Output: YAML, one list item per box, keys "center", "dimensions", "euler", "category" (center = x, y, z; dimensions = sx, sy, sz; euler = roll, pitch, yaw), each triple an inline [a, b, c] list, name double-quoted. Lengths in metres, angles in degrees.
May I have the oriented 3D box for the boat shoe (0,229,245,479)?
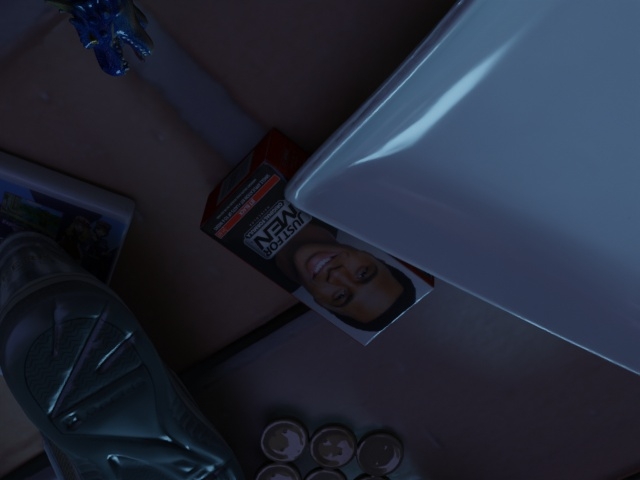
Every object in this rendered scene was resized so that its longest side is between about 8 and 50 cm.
- center: [-0.140, 0.131, 0.807]
  dimensions: [0.118, 0.103, 0.320]
  euler: [-29, 131, -8]
  category: "boat shoe"

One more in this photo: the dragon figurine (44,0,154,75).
- center: [-0.089, -0.214, 0.536]
  dimensions: [0.144, 0.085, 0.289]
  euler: [-24, 134, -16]
  category: "dragon figurine"

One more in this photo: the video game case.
- center: [-0.247, 0.011, 0.794]
  dimensions: [0.201, 0.023, 0.183]
  euler: [21, 126, -7]
  category: "video game case"

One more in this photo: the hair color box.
- center: [0.000, 0.000, 0.743]
  dimensions: [0.141, 0.043, 0.072]
  euler: [35, 121, -19]
  category: "hair color box"

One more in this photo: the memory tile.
- center: [0.000, 0.205, 0.882]
  dimensions: [0.113, 0.012, 0.148]
  euler: [8, 107, -7]
  category: "memory tile"

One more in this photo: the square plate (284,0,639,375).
- center: [0.208, -0.054, 0.632]
  dimensions: [0.347, 0.049, 0.344]
  euler: [25, 138, -18]
  category: "square plate"
